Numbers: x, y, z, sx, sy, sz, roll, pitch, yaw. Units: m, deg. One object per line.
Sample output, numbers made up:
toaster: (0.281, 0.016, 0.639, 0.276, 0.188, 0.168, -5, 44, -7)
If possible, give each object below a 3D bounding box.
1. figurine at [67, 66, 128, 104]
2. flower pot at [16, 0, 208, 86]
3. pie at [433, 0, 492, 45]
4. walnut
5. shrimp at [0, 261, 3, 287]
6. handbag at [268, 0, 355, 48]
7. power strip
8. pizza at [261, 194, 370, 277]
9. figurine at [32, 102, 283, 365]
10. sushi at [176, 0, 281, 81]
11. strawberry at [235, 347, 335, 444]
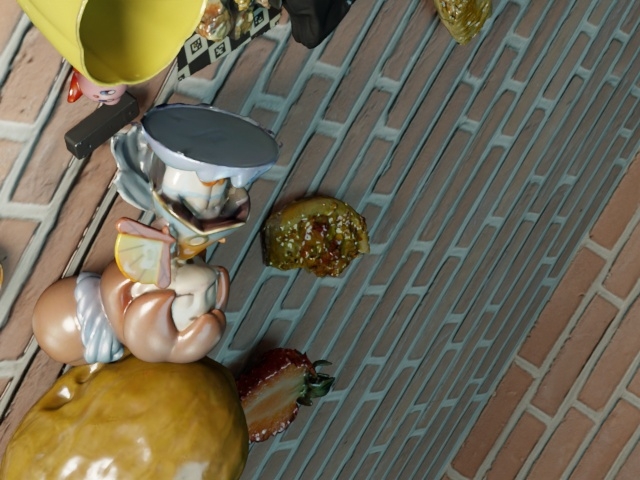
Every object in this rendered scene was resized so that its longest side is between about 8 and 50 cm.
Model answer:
figurine: (-0.272, -0.208, 1.656, 0.067, 0.071, 0.083, -88, -167, -45)
flower pot: (-0.248, -0.293, 1.468, 0.195, 0.179, 0.195, -38, 150, -27)
pie: (0.226, -0.440, 2.220, 0.128, 0.068, 0.282, -51, 153, -11)
walnut: (-0.287, 0.319, 1.965, 0.398, 0.354, 0.308, -41, 110, -20)
shrimp: (-0.507, 0.095, 1.631, 0.178, 0.075, 0.289, -64, 166, 24)
handbag: (0.037, -0.428, 1.887, 0.332, 0.075, 0.191, -56, 160, -12)
power strip: (-0.286, -0.152, 1.741, 0.111, 0.029, 0.038, -41, 157, -24)
pizza: (0.000, 0.000, 2.342, 0.161, 0.085, 0.305, -59, 152, 11)
figurine: (-0.219, 0.010, 1.821, 0.276, 0.248, 0.388, -19, 133, -47)
sushi: (-0.109, -0.322, 1.826, 0.210, 0.040, 0.193, -38, 149, -32)
strawberry: (-0.114, 0.283, 2.473, 0.286, 0.106, 0.188, -23, 137, -28)
